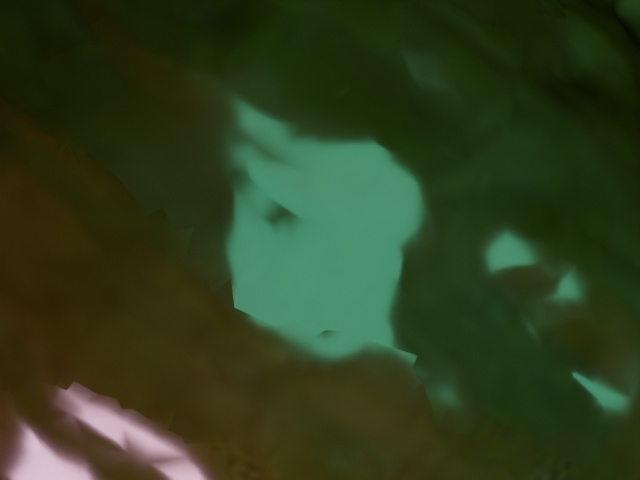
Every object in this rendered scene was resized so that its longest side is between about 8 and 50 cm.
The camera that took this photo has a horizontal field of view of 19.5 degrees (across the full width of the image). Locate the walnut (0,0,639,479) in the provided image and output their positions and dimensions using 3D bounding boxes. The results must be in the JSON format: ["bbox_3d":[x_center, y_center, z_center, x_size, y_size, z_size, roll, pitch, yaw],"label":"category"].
[{"bbox_3d":[0.000,0.000,0.646,0.308,0.354,0.398,-42,111,14],"label":"walnut"}]
